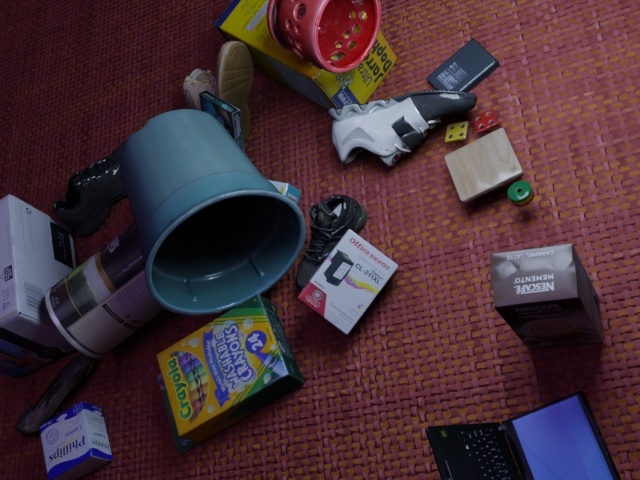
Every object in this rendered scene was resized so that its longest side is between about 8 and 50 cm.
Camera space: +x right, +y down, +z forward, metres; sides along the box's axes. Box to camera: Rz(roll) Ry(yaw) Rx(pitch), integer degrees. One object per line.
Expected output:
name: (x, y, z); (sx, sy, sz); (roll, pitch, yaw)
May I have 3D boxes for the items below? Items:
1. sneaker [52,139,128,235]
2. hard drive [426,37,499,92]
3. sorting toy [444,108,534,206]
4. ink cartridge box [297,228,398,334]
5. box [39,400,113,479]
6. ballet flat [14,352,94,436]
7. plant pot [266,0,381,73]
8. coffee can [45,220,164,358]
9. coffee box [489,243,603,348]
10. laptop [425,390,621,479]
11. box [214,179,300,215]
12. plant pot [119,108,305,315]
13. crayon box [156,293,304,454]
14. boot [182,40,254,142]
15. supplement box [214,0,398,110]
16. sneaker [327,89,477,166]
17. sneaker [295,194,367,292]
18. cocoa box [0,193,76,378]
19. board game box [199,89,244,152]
sneaker: (-0.554, -0.145, 2.180); (0.109, 0.130, 0.286); (33, 84, 37)
hard drive: (0.309, -0.368, 1.891); (0.135, 0.022, 0.094); (-40, 55, 6)
sorting toy: (0.331, -0.149, 1.754); (0.132, 0.046, 0.274); (-26, 47, 15)
ink cartridge box: (0.055, 0.082, 1.752); (0.127, 0.072, 0.175); (37, 87, 1)
box: (-0.544, 0.451, 1.931); (0.126, 0.072, 0.137); (-31, 57, 13)
ballet flat: (-0.608, 0.359, 2.023); (0.250, 0.058, 0.084); (-49, 19, -7)
plant pot: (0.001, -0.455, 1.761); (0.174, 0.191, 0.191); (33, 85, 38)
coffee can: (-0.448, 0.107, 1.961); (0.275, 0.201, 0.201); (-37, 56, 8)
coffee box: (0.390, 0.102, 1.491); (0.141, 0.246, 0.098); (-10, 63, 24)
laptop: (0.346, 0.388, 1.448); (0.136, 0.264, 0.234); (-53, 44, 44)
box: (-0.171, -0.093, 1.988); (0.244, 0.060, 0.100); (12, 81, 32)
plant pot: (-0.252, -0.079, 1.820); (0.341, 0.341, 0.334); (-38, 52, 8)
crayon box: (-0.215, 0.283, 1.829); (0.323, 0.083, 0.203); (-32, 56, 12)
boot: (-0.249, -0.379, 2.075); (0.095, 0.262, 0.203); (-24, 45, -29)
supplement box: (-0.034, -0.461, 2.011); (0.356, 0.194, 0.195); (35, 86, 34)
sneaker: (0.180, -0.235, 1.849); (0.330, 0.122, 0.146); (-8, 87, 29)
sneaker: (0.000, 0.000, 1.820); (0.087, 0.130, 0.227); (33, 87, 37)
cocoa box: (-0.741, 0.114, 2.094); (0.228, 0.231, 0.347); (-27, 57, 15)
board game box: (-0.226, -0.245, 2.028); (0.026, 0.186, 0.126); (-33, 48, -30)
